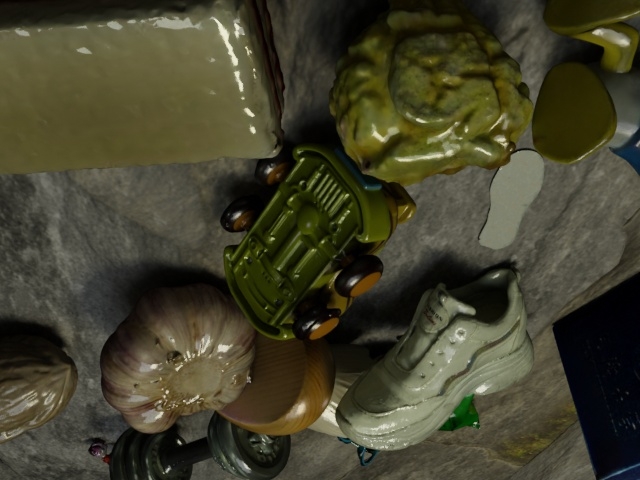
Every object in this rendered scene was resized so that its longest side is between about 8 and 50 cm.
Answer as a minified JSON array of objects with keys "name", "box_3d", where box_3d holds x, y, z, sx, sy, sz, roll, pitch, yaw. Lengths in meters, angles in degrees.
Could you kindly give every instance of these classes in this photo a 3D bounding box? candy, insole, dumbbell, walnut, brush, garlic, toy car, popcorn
[{"name":"candy","box_3d":[-0.199,-0.164,0.653,0.321,0.135,0.179,-4,141,1]},{"name":"insole","box_3d":[0.248,-0.048,0.931,0.065,0.004,0.197,-2,142,-1]},{"name":"dumbbell","box_3d":[-0.226,0.393,1.333,0.406,0.179,0.179,-27,136,28]},{"name":"walnut","box_3d":[-0.490,0.232,1.129,0.231,0.178,0.178,-20,139,15]},{"name":"brush","box_3d":[-0.057,0.238,1.168,0.267,0.174,0.166,-17,151,37]},{"name":"garlic","box_3d":[-0.215,0.165,1.060,0.245,0.160,0.244,-20,128,-27]},{"name":"toy car","box_3d":[0.000,0.000,0.852,0.142,0.200,0.248,-5,145,-48]},{"name":"candy","box_3d":[0.228,0.316,1.336,0.141,0.078,0.203,-16,145,8]},{"name":"popcorn","box_3d":[0.102,-0.133,0.685,0.188,0.167,0.185,24,136,-34]}]

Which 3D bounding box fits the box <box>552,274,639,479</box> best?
[{"name":"box","box_3d":[0.504,0.188,1.041,0.116,0.261,0.279,18,138,-28]}]

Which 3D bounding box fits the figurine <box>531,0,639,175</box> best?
[{"name":"figurine","box_3d":[0.386,-0.105,0.724,0.338,0.284,0.204,21,97,-53]}]

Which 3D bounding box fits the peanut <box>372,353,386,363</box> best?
[{"name":"peanut","box_3d":[0.098,0.264,1.220,0.109,0.140,0.159,50,129,4]}]

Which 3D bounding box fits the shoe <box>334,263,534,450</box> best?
[{"name":"shoe","box_3d":[0.165,0.155,1.038,0.342,0.132,0.210,-24,128,-18]}]

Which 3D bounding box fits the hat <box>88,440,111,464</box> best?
[{"name":"hat","box_3d":[-0.383,0.485,1.501,0.228,0.140,0.129,23,126,-11]}]

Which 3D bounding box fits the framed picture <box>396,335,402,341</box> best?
[{"name":"framed picture","box_3d":[0.251,0.199,1.247,0.200,0.010,0.195,-13,141,13]}]

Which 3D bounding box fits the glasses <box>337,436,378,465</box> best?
[{"name":"glasses","box_3d":[0.019,0.371,1.381,0.207,0.102,0.239,-16,141,16]}]
